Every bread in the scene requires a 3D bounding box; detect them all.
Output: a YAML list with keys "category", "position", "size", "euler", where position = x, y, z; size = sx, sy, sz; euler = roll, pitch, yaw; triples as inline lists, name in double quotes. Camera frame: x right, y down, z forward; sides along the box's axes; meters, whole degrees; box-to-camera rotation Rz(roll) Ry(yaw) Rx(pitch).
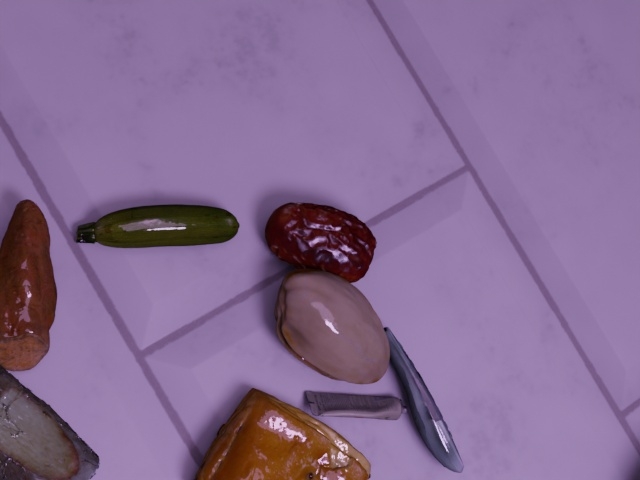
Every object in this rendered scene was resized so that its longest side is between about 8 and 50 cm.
- category: "bread"
  position: [-0.056, 0.352, 1.809]
  size: [0.235, 0.099, 0.210]
  euler: [38, 68, -7]

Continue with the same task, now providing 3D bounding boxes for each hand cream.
- category: "hand cream"
  position: [0.058, 0.260, 1.904]
  size: [0.165, 0.037, 0.057]
  euler: [6, 32, -19]

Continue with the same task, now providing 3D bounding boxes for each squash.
- category: "squash"
  position: [-0.244, -0.021, 1.856]
  size: [0.252, 0.066, 0.066]
  euler: [-3, 78, -20]

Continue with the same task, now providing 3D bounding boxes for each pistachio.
- category: "pistachio"
  position: [0.016, 0.133, 1.873]
  size: [0.215, 0.144, 0.144]
  euler: [45, 66, -20]

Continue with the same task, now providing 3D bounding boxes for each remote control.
- category: "remote control"
  position: [0.156, 0.253, 1.917]
  size: [0.045, 0.097, 0.256]
  euler: [-26, 83, -2]

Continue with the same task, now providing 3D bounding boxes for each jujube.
- category: "jujube"
  position: [0.000, 0.000, 1.915]
  size: [0.176, 0.112, 0.109]
  euler: [21, 111, -9]

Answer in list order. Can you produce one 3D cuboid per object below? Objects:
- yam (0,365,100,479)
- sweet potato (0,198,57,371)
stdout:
- category: "yam"
  position: [-0.431, 0.271, 1.671]
  size: [0.254, 0.154, 0.154]
  euler: [42, 67, 2]
- category: "sweet potato"
  position: [-0.427, 0.062, 1.757]
  size: [0.097, 0.097, 0.252]
  euler: [7, 76, -18]
